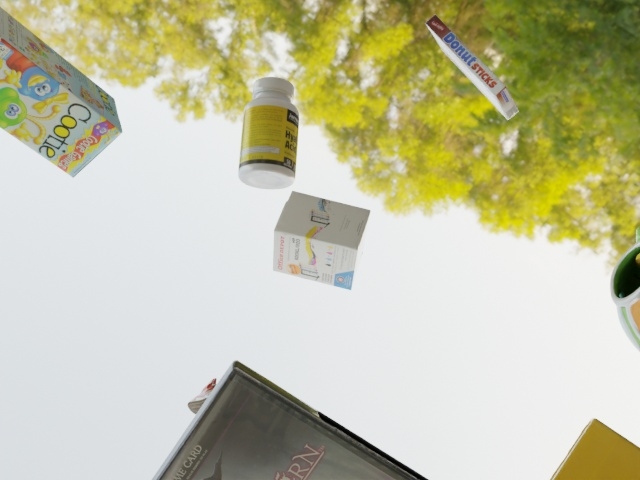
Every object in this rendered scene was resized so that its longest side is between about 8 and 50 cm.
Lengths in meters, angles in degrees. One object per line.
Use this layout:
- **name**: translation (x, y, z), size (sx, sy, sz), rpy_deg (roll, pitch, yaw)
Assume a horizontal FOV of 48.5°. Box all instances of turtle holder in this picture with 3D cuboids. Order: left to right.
- **turtle holder**: translation (0.631, 0.080, 1.210), size (0.227, 0.243, 0.320), rpy_deg (30, -118, -3)

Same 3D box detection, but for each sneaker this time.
- **sneaker**: translation (-0.184, 0.281, 1.283), size (0.067, 0.118, 0.042), rpy_deg (-43, -69, -43)

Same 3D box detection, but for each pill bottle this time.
- **pill bottle**: translation (-0.057, -0.121, 0.801), size (0.065, 0.065, 0.117), rpy_deg (15, -109, -39)

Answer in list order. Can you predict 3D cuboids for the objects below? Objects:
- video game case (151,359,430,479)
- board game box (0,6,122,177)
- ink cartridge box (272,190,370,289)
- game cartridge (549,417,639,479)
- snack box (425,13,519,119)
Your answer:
- **video game case**: translation (-0.004, 0.241, 0.528), size (0.274, 0.196, 0.026), rpy_deg (34, -177, -11)
- **board game box**: translation (-0.530, -0.272, 1.331), size (0.275, 0.142, 0.144), rpy_deg (41, -165, -42)
- **ink cartridge box**: translation (0.000, 0.000, 1.964), size (0.232, 0.171, 0.168), rpy_deg (14, -135, 7)
- **game cartridge**: translation (0.546, 0.524, 1.246), size (0.323, 0.285, 0.053), rpy_deg (35, 177, 18)
- **snack box**: translation (0.205, -0.238, 0.969), size (0.064, 0.022, 0.178), rpy_deg (36, -161, -51)
